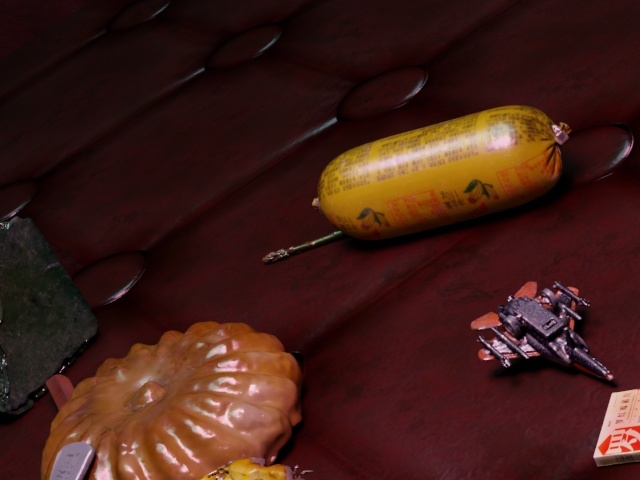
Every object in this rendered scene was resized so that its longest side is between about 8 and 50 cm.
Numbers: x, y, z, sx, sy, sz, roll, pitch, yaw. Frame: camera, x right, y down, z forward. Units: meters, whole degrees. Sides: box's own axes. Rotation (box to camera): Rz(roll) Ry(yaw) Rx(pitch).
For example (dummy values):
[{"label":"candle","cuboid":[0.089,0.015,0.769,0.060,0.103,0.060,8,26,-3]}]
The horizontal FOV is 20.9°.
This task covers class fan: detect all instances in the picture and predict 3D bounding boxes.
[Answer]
[{"label":"fan","cuboid":[-0.295,0.332,1.779,0.057,0.023,0.282,-8,50,39]}]

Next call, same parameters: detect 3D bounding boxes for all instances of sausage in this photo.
[{"label":"sausage","cuboid":[-0.305,0.201,2.116,0.030,0.035,0.147,-28,27,-9]},{"label":"sausage","cuboid":[0.141,-0.078,2.102,0.347,0.123,0.123,-15,28,26]}]

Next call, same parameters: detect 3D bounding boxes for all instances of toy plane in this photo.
[{"label":"toy plane","cuboid":[0.234,0.096,1.758,0.130,0.061,0.189,-34,26,-15]}]

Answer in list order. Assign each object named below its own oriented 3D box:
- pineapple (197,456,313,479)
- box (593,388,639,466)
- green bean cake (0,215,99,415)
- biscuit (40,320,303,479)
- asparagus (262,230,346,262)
[{"label":"pineapple","cuboid":[-0.097,0.298,1.685,0.224,0.076,0.225,-19,28,10]},{"label":"box","cuboid":[0.290,0.172,1.616,0.058,0.015,0.093,-14,28,30]},{"label":"green bean cake","cuboid":[-0.408,0.096,2.217,0.107,0.208,0.193,-4,32,45]},{"label":"biscuit","cuboid":[-0.175,0.200,1.923,0.325,0.107,0.326,-23,29,13]},{"label":"asparagus","cuboid":[0.000,0.000,2.220,0.166,0.013,0.016,-21,68,16]}]
